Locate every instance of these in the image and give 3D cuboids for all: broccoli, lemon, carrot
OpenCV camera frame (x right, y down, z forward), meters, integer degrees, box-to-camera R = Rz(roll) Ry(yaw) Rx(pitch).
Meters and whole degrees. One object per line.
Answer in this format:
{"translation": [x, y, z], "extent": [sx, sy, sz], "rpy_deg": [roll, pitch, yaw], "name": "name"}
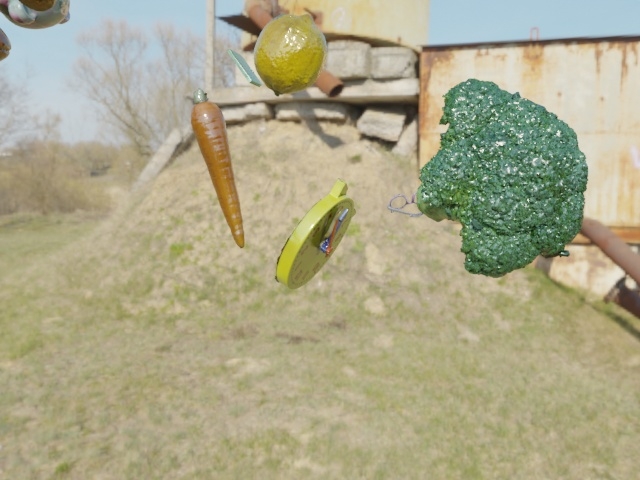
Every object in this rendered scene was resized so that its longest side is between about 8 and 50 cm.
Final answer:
{"translation": [0.230, -0.087, 0.835], "extent": [0.254, 0.268, 0.269], "rpy_deg": [-15, 12, -27], "name": "broccoli"}
{"translation": [-0.081, -0.501, 1.599], "extent": [0.192, 0.230, 0.192], "rpy_deg": [23, 8, -3], "name": "lemon"}
{"translation": [-0.201, -0.147, 1.206], "extent": [0.069, 0.335, 0.069], "rpy_deg": [-16, 6, 2], "name": "carrot"}

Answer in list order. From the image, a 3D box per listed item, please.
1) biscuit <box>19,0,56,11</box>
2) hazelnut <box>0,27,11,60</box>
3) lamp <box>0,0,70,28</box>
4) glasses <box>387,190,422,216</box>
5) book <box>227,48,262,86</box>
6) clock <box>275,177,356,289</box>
{"translation": [-0.549, -0.440, 0.863], "extent": [0.320, 0.047, 0.183], "rpy_deg": [18, -30, -27], "name": "biscuit"}
{"translation": [-0.689, -0.390, 1.150], "extent": [0.151, 0.150, 0.150], "rpy_deg": [0, 6, 0], "name": "hazelnut"}
{"translation": [-0.822, -0.717, 1.591], "extent": [0.248, 0.300, 0.247], "rpy_deg": [-17, 19, 9], "name": "lamp"}
{"translation": [0.274, -0.088, 1.723], "extent": [0.140, 0.062, 0.103], "rpy_deg": [-13, 43, -2], "name": "glasses"}
{"translation": [-0.255, -0.583, 2.009], "extent": [0.017, 0.135, 0.103], "rpy_deg": [-37, -6, 16], "name": "book"}
{"translation": [0.002, 0.004, 1.484], "extent": [0.071, 0.293, 0.277], "rpy_deg": [36, -1, 17], "name": "clock"}
